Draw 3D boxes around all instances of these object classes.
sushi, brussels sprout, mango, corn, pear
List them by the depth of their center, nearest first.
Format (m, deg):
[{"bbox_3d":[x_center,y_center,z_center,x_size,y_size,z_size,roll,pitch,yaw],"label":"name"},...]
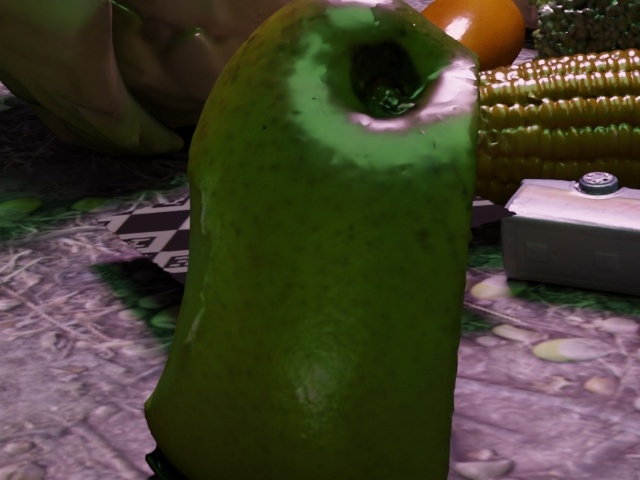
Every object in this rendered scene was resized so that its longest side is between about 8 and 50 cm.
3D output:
[{"bbox_3d":[0.000,0.000,0.992,0.159,0.292,0.292,8,20,1],"label":"pear"},{"bbox_3d":[-0.013,0.005,1.272,0.220,0.047,0.231,-15,18,-20],"label":"sushi"},{"bbox_3d":[0.243,-0.078,1.353,0.344,0.131,0.131,-3,19,-2],"label":"corn"},{"bbox_3d":[-0.173,-0.260,1.610,0.361,0.342,0.425,10,20,39],"label":"brussels sprout"},{"bbox_3d":[0.123,-0.178,1.727,0.102,0.085,0.184,9,28,33],"label":"mango"}]

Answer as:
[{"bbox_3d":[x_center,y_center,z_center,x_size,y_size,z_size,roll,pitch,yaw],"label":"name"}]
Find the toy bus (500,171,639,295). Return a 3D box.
[{"bbox_3d":[0.214,0.000,1.234,0.190,0.064,0.075,8,28,28],"label":"toy bus"}]

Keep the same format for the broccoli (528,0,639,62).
[{"bbox_3d":[0.308,-0.185,1.526,0.288,0.235,0.260,31,12,-19],"label":"broccoli"}]

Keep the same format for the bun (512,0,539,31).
[{"bbox_3d":[0.261,-0.267,1.914,0.210,0.116,0.237,-1,-4,18],"label":"bun"}]
